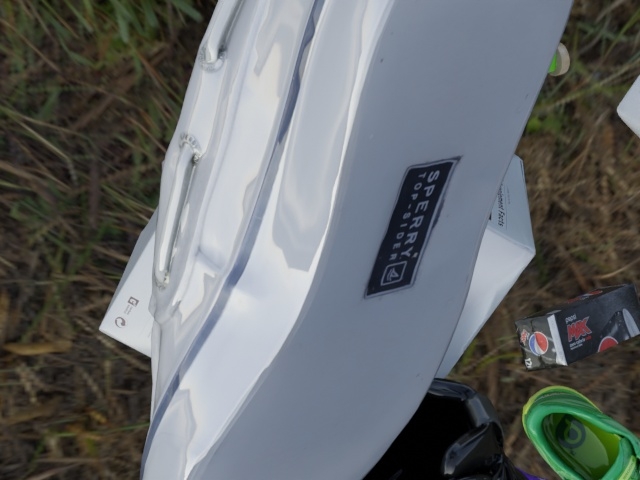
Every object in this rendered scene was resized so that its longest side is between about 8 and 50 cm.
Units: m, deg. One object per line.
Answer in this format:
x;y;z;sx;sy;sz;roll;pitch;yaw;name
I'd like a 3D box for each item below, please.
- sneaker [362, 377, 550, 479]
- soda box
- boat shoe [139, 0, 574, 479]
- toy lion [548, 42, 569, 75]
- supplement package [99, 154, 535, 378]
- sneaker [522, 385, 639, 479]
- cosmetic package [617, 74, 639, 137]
0.082;0.153;0.832;0.146;0.293;0.102;-62;39;27;sneaker
0.279;0.091;1.484;0.053;0.169;0.060;-15;90;44;soda box
-0.006;-0.006;0.420;0.084;0.095;0.258;48;128;35;boat shoe
0.133;-0.158;0.979;0.034;0.096;0.100;-18;121;-25;toy lion
0.000;0.000;0.905;0.203;0.149;0.194;29;115;-9;supplement package
0.341;0.269;1.519;0.296;0.123;0.109;31;99;17;sneaker
0.265;-0.020;0.714;0.085;0.231;0.117;-52;41;5;cosmetic package
